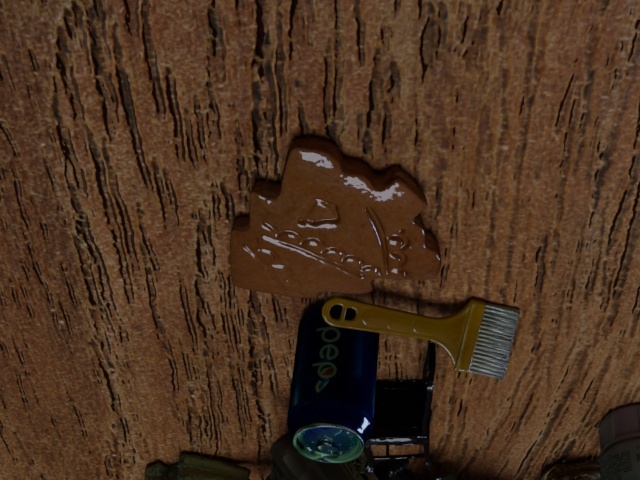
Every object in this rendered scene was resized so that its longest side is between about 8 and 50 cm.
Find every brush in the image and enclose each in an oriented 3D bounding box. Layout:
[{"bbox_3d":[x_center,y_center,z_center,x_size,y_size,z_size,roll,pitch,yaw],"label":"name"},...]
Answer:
[{"bbox_3d":[0.133,0.117,1.560,0.272,0.013,0.103,11,97,-11],"label":"brush"}]

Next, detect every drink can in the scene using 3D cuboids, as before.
[{"bbox_3d":[0.019,0.191,1.564,0.118,0.205,0.118,4,138,3],"label":"drink can"}]

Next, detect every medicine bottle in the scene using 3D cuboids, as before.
[{"bbox_3d":[0.481,0.345,1.715,0.135,0.169,0.135,3,137,3],"label":"medicine bottle"}]

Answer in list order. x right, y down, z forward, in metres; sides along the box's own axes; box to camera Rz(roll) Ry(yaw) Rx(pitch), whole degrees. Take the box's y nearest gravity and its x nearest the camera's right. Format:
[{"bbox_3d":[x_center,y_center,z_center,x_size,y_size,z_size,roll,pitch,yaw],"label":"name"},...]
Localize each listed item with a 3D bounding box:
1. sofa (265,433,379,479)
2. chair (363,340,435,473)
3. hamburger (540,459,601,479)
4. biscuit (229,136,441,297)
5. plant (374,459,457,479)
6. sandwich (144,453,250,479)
[{"bbox_3d":[-0.033,0.419,1.789,0.182,0.200,0.258,-22,154,-35],"label":"sofa"},{"bbox_3d":[0.114,0.234,1.680,0.113,0.106,0.229,-2,136,6],"label":"chair"},{"bbox_3d":[0.421,0.419,1.871,0.138,0.083,0.147,-1,135,14],"label":"hamburger"},{"bbox_3d":[0.000,0.000,1.472,0.306,0.043,0.284,-29,129,33],"label":"biscuit"},{"bbox_3d":[0.126,0.440,1.883,0.203,0.142,0.131,-22,116,33],"label":"plant"},{"bbox_3d":[-0.236,0.422,1.938,0.244,0.090,0.088,-23,134,28],"label":"sandwich"}]
